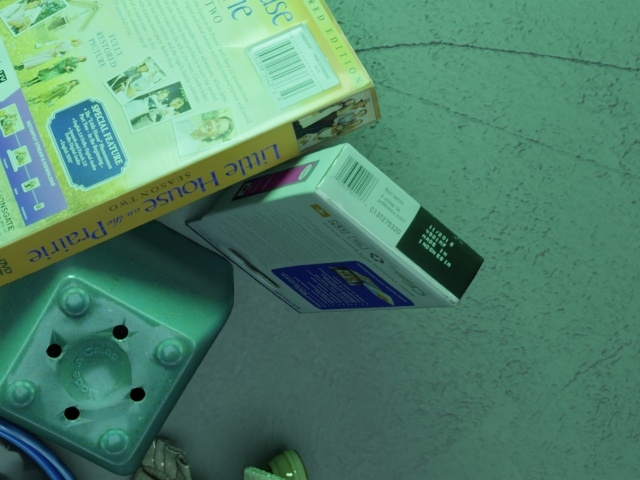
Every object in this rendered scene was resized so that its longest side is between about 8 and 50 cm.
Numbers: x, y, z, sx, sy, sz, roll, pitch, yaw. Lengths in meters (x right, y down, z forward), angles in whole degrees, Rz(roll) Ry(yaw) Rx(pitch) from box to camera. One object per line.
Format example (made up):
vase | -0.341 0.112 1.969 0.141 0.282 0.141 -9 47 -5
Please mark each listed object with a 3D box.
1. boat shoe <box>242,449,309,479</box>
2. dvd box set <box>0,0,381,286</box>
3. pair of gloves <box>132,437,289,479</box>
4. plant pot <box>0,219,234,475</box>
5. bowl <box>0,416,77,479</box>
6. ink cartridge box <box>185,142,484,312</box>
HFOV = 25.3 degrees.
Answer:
boat shoe | -0.066 0.376 1.630 0.089 0.104 0.285 4 102 -15
dvd box set | -0.192 -0.155 1.405 0.420 0.307 0.062 -25 146 -6
pair of gloves | -0.114 0.331 1.579 0.240 0.042 0.204 9 108 31
plant pot | -0.236 0.100 1.458 0.248 0.252 0.247 30 95 -16
bowl | -0.435 0.359 1.565 0.391 0.077 0.391 -2 103 -11
ink cartridge box | 0.000 0.000 1.441 0.176 0.371 0.069 39 70 -17
